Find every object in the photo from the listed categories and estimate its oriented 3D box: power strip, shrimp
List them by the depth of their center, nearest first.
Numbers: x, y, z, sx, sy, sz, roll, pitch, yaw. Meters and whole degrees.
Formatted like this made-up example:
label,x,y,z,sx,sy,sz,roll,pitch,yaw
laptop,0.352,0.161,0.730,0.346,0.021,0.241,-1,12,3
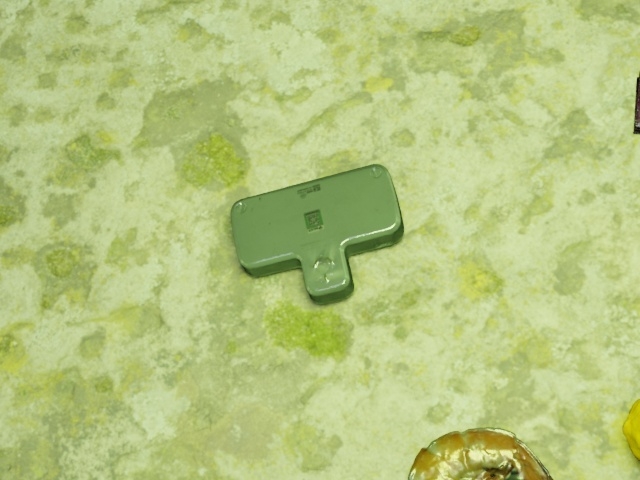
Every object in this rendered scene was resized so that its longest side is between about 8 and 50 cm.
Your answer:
label,x,y,z,sx,sy,sz,roll,pitch,yaw
shrimp,0.278,0.349,1.264,0.317,0.062,0.164,5,72,13
power strip,0.000,0.000,1.410,0.265,0.059,0.193,-14,68,5

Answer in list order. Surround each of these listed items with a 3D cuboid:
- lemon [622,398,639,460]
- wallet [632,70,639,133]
label,x,y,z,sx,sy,sz,roll,pitch,yaw
lemon,0.488,0.261,1.227,0.155,0.114,0.114,4,75,7
wallet,0.571,-0.210,1.393,0.166,0.030,0.111,7,76,12
